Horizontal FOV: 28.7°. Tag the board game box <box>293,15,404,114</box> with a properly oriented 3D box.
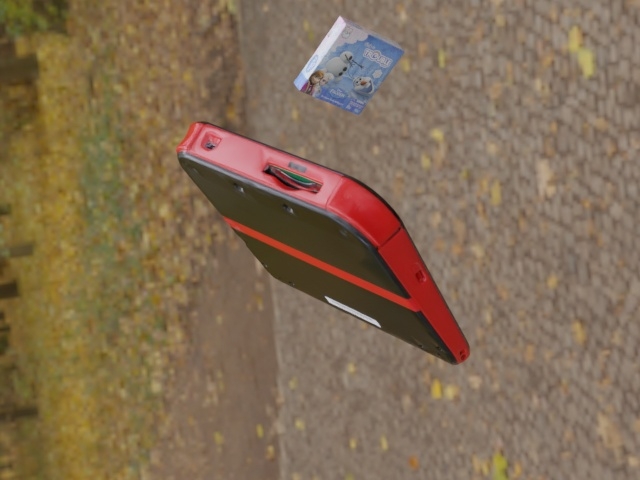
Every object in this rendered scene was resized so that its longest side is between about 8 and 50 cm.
[{"bbox_3d":[0.031,-0.187,1.346,0.090,0.090,0.020,-54,43,21],"label":"board game box"}]

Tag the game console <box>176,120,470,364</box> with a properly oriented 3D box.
[{"bbox_3d":[0.000,0.000,1.646,0.386,0.060,0.342,24,160,42],"label":"game console"}]
